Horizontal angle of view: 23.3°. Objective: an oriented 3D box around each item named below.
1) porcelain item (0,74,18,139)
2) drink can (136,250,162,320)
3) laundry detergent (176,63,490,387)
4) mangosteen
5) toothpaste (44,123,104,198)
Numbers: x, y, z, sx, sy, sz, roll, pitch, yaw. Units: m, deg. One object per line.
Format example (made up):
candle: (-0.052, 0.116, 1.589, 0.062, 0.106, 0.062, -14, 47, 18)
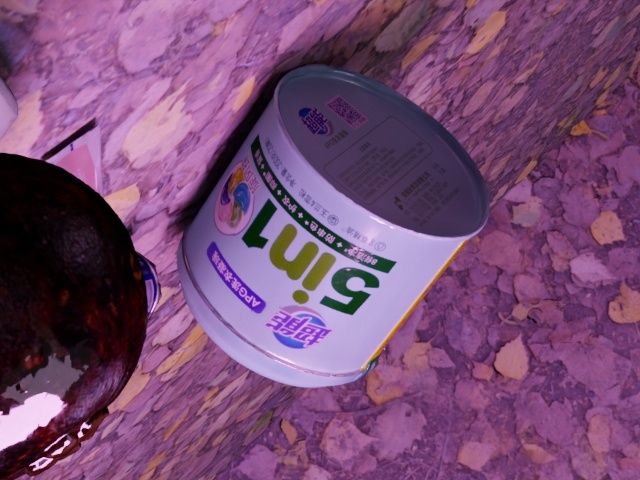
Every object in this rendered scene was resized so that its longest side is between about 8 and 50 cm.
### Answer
porcelain item: (-0.342, -0.068, 0.920, 0.281, 0.157, 0.286, -42, 167, -7)
drink can: (-0.268, 0.065, 1.649, 0.097, 0.097, 0.235, -51, 165, 22)
laundry detergent: (0.000, 0.000, 1.833, 0.287, 0.287, 0.305, -25, 155, -55)
mangosteen: (-0.278, 0.053, 1.212, 0.288, 0.288, 0.288, -42, 166, -13)
toothpaste: (-0.240, -0.042, 1.547, 0.067, 0.043, 0.194, -37, 158, -22)
